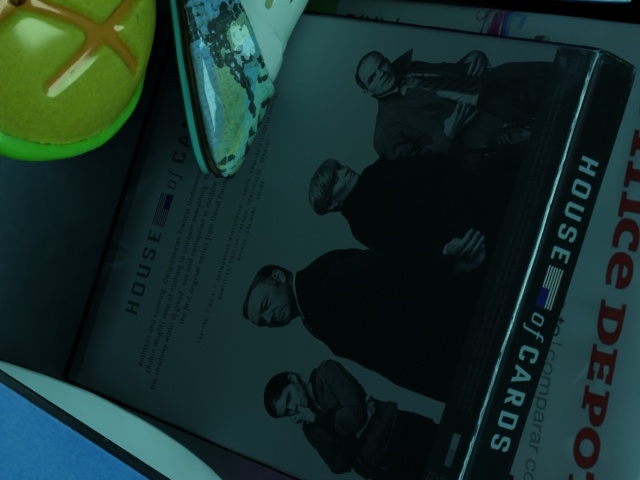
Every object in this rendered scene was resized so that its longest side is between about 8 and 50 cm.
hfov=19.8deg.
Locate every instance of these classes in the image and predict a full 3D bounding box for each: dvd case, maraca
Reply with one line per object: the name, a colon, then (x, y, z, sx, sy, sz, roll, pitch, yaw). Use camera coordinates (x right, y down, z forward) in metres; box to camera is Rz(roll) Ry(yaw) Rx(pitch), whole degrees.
dvd case: (0.000, 0.000, 0.718, 0.029, 0.238, 0.179, 20, 87, -41)
maraca: (-0.125, -0.118, 0.689, 0.127, 0.099, 0.186, -20, 90, -50)

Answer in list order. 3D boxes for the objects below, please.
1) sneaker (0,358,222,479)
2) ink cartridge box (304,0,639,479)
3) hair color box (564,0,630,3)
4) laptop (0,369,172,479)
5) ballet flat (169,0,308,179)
sneaker: (-0.169, 0.095, 0.683, 0.290, 0.106, 0.123, 24, 68, -29)
ink cartridge box: (0.081, 0.008, 0.759, 0.117, 0.278, 0.201, 7, 95, -40)
hair color box: (0.053, -0.276, 0.744, 0.105, 0.174, 0.347, -2, 101, -38)
laptop: (-0.216, 0.204, 0.500, 0.382, 0.236, 0.408, -55, 152, 6)
ballet flat: (-0.036, -0.119, 0.728, 0.070, 0.070, 0.188, -4, 76, -38)
